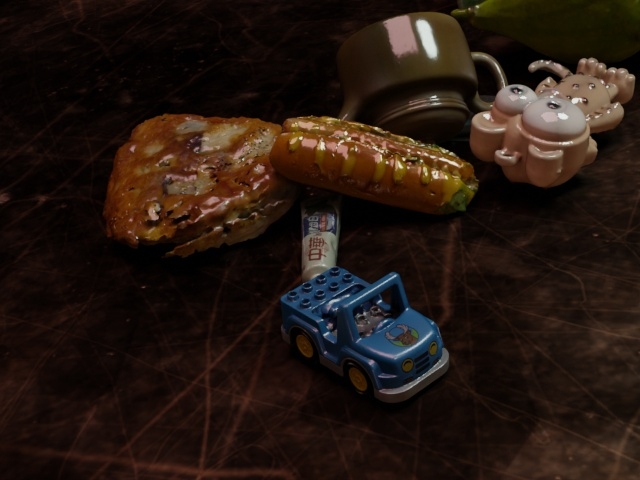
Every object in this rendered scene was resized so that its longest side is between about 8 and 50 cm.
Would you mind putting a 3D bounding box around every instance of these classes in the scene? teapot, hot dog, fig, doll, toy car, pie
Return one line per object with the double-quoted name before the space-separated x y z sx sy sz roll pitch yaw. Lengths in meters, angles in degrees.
"teapot" 0.137 -0.194 1.522 0.267 0.175 0.185 -8 -14 -17
"hot dog" 0.070 -0.099 1.421 0.269 0.072 0.115 12 31 0
"fig" 0.385 -0.384 1.678 0.314 0.233 0.233 14 40 43
"doll" 0.307 -0.164 1.454 0.154 0.119 0.278 20 41 24
"toy car" 0.041 0.083 1.166 0.097 0.100 0.191 -30 40 -32
"pie" -0.159 -0.077 1.501 0.308 0.085 0.308 -8 37 6

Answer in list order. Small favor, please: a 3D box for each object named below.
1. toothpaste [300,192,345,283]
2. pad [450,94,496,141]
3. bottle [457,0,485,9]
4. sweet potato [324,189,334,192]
"toothpaste" 0.000 0.000 1.372 0.060 0.038 0.233 -7 29 6
"pad" 0.216 -0.179 1.612 0.211 0.003 0.143 5 36 24
"bottle" 0.397 -0.460 1.910 0.330 0.093 0.093 -6 32 10
"sweet potato" 0.062 -0.087 1.486 0.153 0.041 0.038 -12 55 -12
